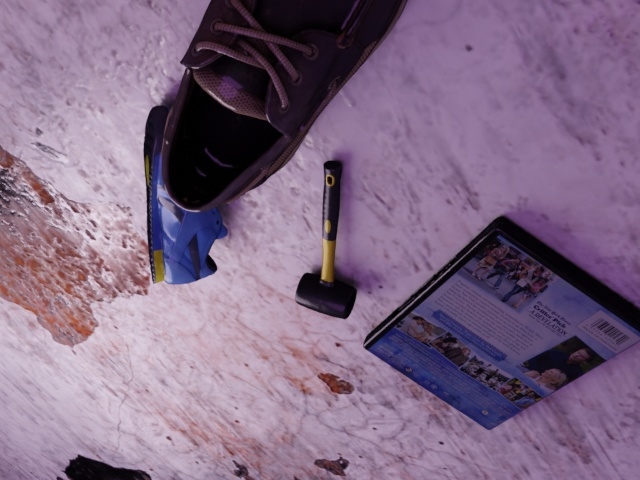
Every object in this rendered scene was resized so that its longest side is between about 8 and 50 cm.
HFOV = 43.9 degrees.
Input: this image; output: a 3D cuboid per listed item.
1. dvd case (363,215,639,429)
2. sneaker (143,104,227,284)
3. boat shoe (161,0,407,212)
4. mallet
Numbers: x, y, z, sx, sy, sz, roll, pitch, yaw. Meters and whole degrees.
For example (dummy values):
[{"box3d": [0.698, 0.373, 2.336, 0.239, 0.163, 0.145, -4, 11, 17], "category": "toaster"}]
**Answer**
[{"box3d": [0.177, 0.096, 0.809, 0.180, 0.022, 0.253, 34, 137, -6], "category": "dvd case"}, {"box3d": [-0.138, -0.044, 0.811, 0.082, 0.069, 0.209, -5, 127, -13], "category": "sneaker"}, {"box3d": [-0.032, -0.139, 0.608, 0.132, 0.130, 0.355, 29, 137, -2], "category": "boat shoe"}, {"box3d": [0.000, 0.000, 0.800, 0.062, 0.039, 0.190, 10, 130, 21], "category": "mallet"}]
